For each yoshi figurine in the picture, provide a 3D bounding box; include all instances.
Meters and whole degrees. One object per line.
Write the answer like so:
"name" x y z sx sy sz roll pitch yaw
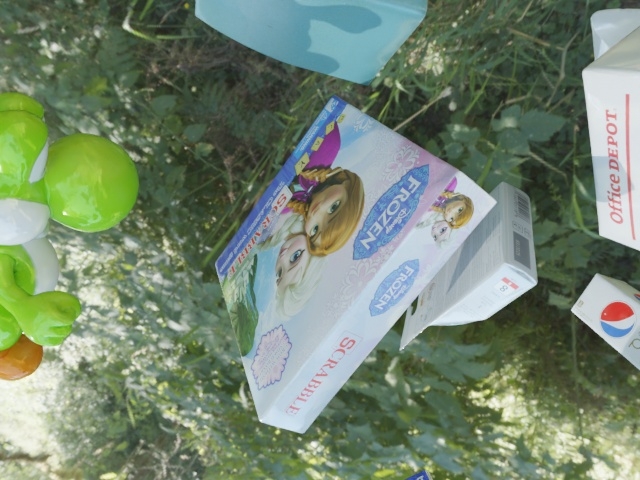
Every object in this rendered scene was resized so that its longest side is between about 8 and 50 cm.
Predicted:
"yoshi figurine" -0.326 0.005 0.558 0.203 0.203 0.362 36 124 5

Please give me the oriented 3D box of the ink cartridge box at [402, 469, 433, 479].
"ink cartridge box" 0.171 0.481 0.718 0.207 0.097 0.046 66 -174 34

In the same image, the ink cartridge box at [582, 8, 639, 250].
"ink cartridge box" 0.350 -0.068 0.374 0.353 0.119 0.207 40 164 54

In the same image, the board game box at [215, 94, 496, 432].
"board game box" 0.000 0.000 0.579 0.066 0.319 0.318 29 -166 -33

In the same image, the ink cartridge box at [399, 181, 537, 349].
"ink cartridge box" 0.163 0.039 0.526 0.045 0.145 0.179 29 133 -4

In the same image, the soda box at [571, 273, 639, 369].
"soda box" 0.455 0.134 0.634 0.069 0.074 0.216 15 -158 -20

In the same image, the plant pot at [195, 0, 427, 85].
"plant pot" -0.021 -0.313 0.538 0.234 0.166 0.165 5 170 -17
